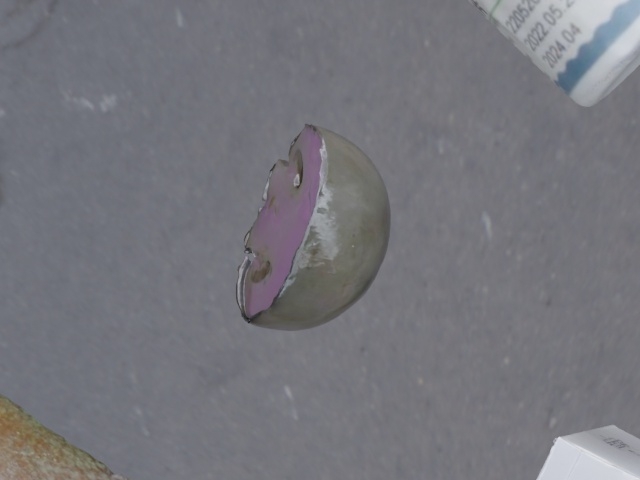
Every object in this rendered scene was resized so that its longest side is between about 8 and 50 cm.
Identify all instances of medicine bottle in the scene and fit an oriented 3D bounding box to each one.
[{"bbox_3d":[0.136,-0.210,0.985,0.237,0.139,0.139,44,82,5],"label":"medicine bottle"}]

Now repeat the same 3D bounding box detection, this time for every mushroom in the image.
[{"bbox_3d":[0.000,0.000,1.375,0.117,0.141,0.188,24,99,-12],"label":"mushroom"}]

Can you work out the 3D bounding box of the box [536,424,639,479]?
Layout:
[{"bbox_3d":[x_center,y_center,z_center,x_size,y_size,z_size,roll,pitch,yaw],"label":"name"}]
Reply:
[{"bbox_3d":[0.302,0.323,1.695,0.116,0.274,0.203,27,96,22],"label":"box"}]

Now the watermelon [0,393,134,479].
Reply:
[{"bbox_3d":[-0.261,0.251,1.085,0.302,0.151,0.264,37,114,-12],"label":"watermelon"}]
